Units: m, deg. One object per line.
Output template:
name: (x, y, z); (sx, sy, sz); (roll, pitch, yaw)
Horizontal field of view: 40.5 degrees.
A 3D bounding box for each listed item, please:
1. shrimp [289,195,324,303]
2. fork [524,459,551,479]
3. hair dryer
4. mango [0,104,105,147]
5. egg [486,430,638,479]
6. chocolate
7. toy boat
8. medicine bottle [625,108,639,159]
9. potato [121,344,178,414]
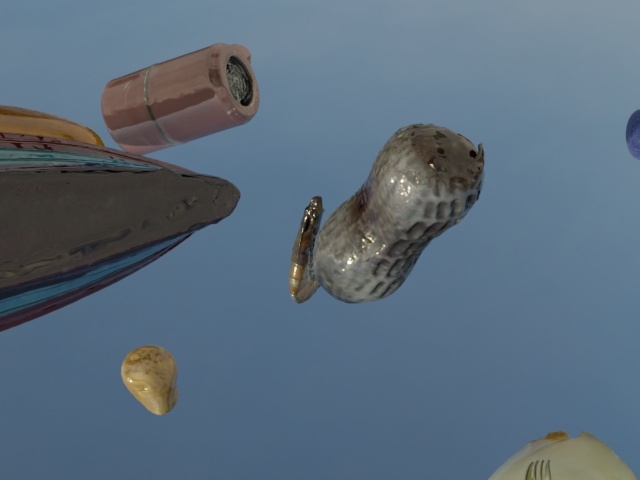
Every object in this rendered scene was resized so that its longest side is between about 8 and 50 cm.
shrimp: (0.003, 0.001, 1.343); (0.035, 0.195, 0.148); (26, -147, 25)
fork: (0.263, 0.349, 1.038); (0.034, 0.028, 0.219); (-7, -141, 19)
hair dryer: (-0.173, -0.261, 1.387); (0.210, 0.125, 0.352); (-13, -157, 25)
mango: (-0.401, -0.101, 1.132); (0.290, 0.160, 0.191); (3, -175, 19)
egg: (0.295, 0.399, 1.152); (0.174, 0.286, 0.264); (15, -155, -40)
chocolate: (0.069, -0.021, 0.858); (0.110, 0.248, 0.110); (18, -136, -18)
toy boat: (-0.219, -0.002, 0.509); (0.392, 0.136, 0.079); (-10, -176, -29)
medicine bottle: (0.460, -0.123, 0.971); (0.231, 0.059, 0.059); (-4, -144, -11)
potato: (-0.205, 0.170, 1.061); (0.068, 0.083, 0.062); (-22, -162, -25)
